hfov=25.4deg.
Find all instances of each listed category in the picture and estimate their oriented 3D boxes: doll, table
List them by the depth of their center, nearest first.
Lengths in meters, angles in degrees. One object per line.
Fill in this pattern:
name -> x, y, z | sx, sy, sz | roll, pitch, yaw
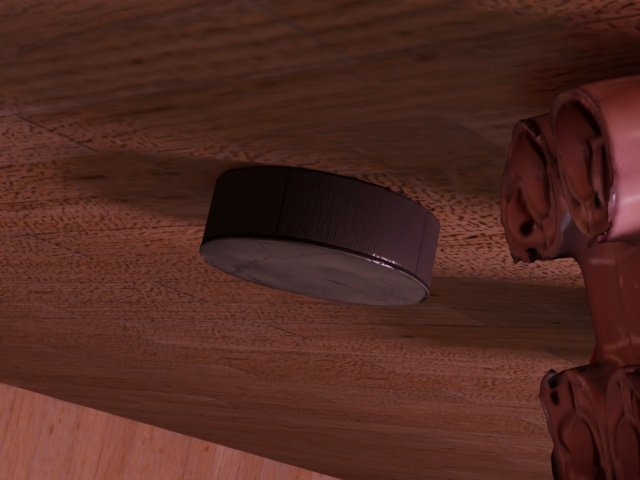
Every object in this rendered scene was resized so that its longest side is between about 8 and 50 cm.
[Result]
doll -> 0.226, 0.033, 0.541 | 0.269, 0.216, 0.284 | -9, 177, -10
table -> 0.000, 0.000, 0.812 | 0.134, 0.043, 0.133 | 11, 166, 3

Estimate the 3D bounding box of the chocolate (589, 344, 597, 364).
chocolate -> 0.305, 0.115, 0.901 | 0.237, 0.108, 0.235 | 5, 166, 30
